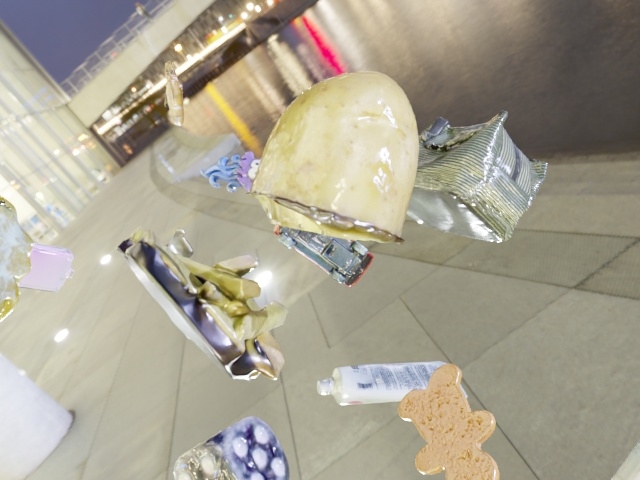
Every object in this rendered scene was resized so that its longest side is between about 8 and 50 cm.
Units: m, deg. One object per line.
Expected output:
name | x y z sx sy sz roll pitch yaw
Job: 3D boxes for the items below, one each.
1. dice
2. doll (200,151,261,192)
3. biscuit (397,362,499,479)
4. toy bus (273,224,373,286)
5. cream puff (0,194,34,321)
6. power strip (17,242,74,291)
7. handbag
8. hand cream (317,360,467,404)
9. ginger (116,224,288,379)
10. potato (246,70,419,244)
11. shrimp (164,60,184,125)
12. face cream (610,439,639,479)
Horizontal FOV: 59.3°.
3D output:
dice | -0.191 0.504 1.220 0.182 0.183 0.181 -38 -17 23
doll | -0.212 -0.172 1.434 0.205 0.067 0.110 -2 73 13
biscuit | 0.235 0.349 1.002 0.165 0.036 0.250 -42 36 11
toy bus | 0.000 0.000 1.021 0.081 0.195 0.089 -53 26 3
cream puff | -0.665 0.047 0.927 0.269 0.274 0.323 12 29 15
power strip | -0.728 0.052 1.323 0.037 0.278 0.109 37 107 48
handbag | 0.325 -0.147 1.285 0.240 0.247 0.340 -56 28 -11
hand cream | 0.157 0.324 1.274 0.340 0.078 0.124 2 27 -16
ginger | -0.236 0.103 1.226 0.211 0.413 0.358 -43 29 -21
potato | 0.028 -0.110 0.757 0.242 0.242 0.285 -39 2 -3
shrimp | -0.339 -0.352 1.334 0.045 0.163 0.095 4 35 7
face cream | 0.541 0.433 0.968 0.250 0.077 0.077 -55 20 0
